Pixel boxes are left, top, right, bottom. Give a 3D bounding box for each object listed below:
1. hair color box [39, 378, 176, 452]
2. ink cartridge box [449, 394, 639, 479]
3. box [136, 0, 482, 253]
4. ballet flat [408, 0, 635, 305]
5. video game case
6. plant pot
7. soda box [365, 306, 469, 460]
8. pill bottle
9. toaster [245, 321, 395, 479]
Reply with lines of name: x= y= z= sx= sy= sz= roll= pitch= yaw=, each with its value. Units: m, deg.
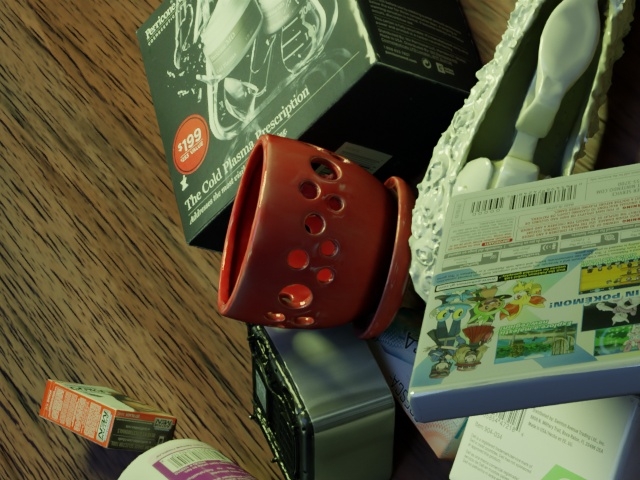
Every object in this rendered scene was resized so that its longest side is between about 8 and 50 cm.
hair color box: x=-0.265 y=0.218 z=2.335 sx=0.167 sy=0.093 sz=0.053 roll=17 pitch=93 yaw=51
ink cartridge box: x=0.255 y=0.129 z=1.709 sx=0.198 sy=0.114 sz=0.273 roll=25 pitch=99 yaw=51
box: x=-0.018 y=-0.194 z=2.082 sx=0.343 sy=0.179 sz=0.313 roll=-42 pitch=49 yaw=35
ballet flat: x=0.191 y=-0.105 z=1.790 sx=0.147 sy=0.147 sz=0.409 roll=18 pitch=88 yaw=51
video game case: x=0.250 y=0.028 z=1.568 sx=0.329 sy=0.036 sz=0.300 roll=-9 pitch=31 yaw=18
plant pot: x=0.000 y=0.000 z=1.898 sx=0.191 sy=0.174 sz=0.191 roll=-169 pitch=90 yaw=-80
soda box: x=0.113 y=0.145 z=1.923 sx=0.063 sy=0.058 sz=0.183 roll=-59 pitch=43 yaw=21
pill bottle: x=-0.093 y=0.344 z=2.030 sx=0.301 sy=0.169 sz=0.169 roll=29 pitch=103 yaw=50
toaster: x=-0.004 y=0.167 z=1.977 sx=0.186 sy=0.110 sz=0.168 roll=90 pitch=157 yaw=-45
